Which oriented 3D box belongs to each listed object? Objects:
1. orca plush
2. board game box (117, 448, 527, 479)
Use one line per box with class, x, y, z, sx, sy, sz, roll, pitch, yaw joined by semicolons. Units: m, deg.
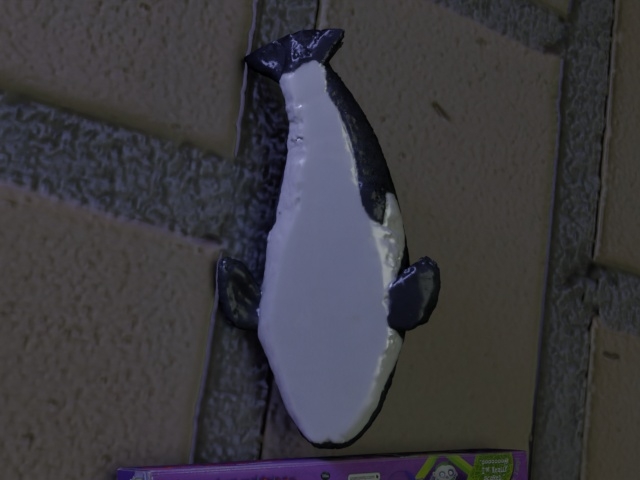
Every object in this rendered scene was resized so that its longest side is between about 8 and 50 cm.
orca plush;0.000;0.000;0.902;0.151;0.102;0.287;-20;84;7
board game box;0.018;0.255;0.874;0.347;0.056;0.208;6;84;-39
